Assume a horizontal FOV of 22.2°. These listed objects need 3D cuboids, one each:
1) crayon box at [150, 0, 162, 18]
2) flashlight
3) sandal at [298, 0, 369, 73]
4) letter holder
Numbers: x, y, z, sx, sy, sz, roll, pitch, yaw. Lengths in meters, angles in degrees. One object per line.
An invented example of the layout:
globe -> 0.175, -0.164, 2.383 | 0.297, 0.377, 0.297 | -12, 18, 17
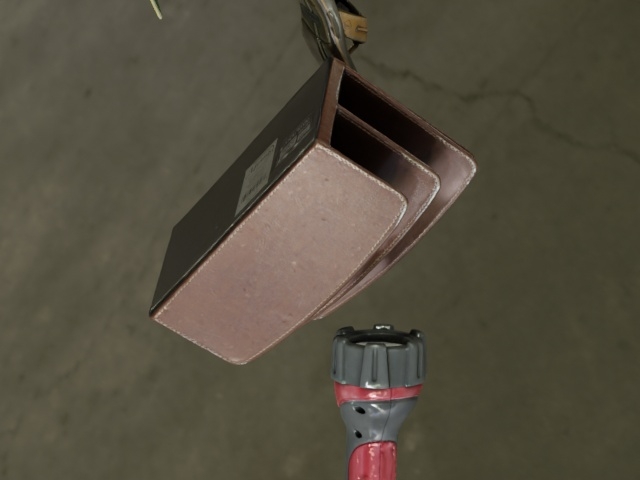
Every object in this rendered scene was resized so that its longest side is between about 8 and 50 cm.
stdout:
crayon box -> -0.156, -0.362, 1.384 | 0.081, 0.202, 0.318 | -19, 46, 5
flashlight -> 0.059, 0.243, 1.692 | 0.103, 0.103, 0.304 | 6, 101, 33
sandal -> 0.014, -0.237, 1.698 | 0.060, 0.219, 0.090 | -30, 39, -10
letter holder -> 0.000, 0.000, 1.699 | 0.302, 0.214, 0.152 | -45, 22, 34
